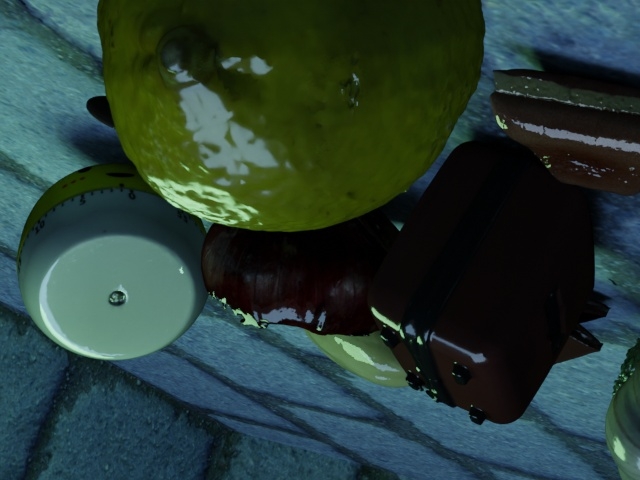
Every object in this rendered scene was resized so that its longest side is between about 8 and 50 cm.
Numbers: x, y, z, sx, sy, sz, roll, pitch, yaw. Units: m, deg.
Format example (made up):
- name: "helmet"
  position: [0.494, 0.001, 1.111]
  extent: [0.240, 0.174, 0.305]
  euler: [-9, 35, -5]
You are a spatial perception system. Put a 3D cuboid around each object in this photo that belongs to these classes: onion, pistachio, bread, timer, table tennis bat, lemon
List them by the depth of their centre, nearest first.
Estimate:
- name: "lemon"
  position: [-0.025, -0.131, 1.023]
  extent: [0.268, 0.268, 0.322]
  euler: [10, -159, 33]
- name: "bread"
  position: [0.239, -0.093, 1.223]
  extent: [0.192, 0.067, 0.119]
  euler: [15, 157, 14]
- name: "table tennis bat"
  position: [-0.182, -0.173, 1.612]
  extent: [0.107, 0.119, 0.170]
  euler: [1, -154, -43]
- name: "onion"
  position: [0.000, 0.000, 1.676]
  extent: [0.272, 0.195, 0.272]
  euler: [10, -159, -4]
- name: "timer"
  position: [-0.284, 0.002, 1.973]
  extent: [0.285, 0.285, 0.285]
  euler: [19, 165, 5]
- name: "pistachio"
  position: [0.073, 0.134, 2.087]
  extent: [0.215, 0.144, 0.144]
  euler: [28, 168, 22]

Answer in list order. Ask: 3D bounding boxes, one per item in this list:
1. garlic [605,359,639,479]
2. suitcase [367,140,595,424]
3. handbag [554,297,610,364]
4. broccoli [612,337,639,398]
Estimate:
- name: "garlic"
  position: [0.419, 0.160, 1.536]
  extent: [0.245, 0.253, 0.245]
  euler: [0, 137, 0]
- name: "suitcase"
  position: [0.175, 0.050, 1.496]
  extent: [0.161, 0.236, 0.297]
  euler: [27, 168, 21]
- name: "handbag"
  position: [0.206, 0.080, 1.856]
  extent: [0.260, 0.084, 0.275]
  euler: [26, 163, -11]
- name: "broccoli"
  position: [0.442, 0.201, 1.742]
  extent: [0.226, 0.198, 0.176]
  euler: [10, 168, -39]
